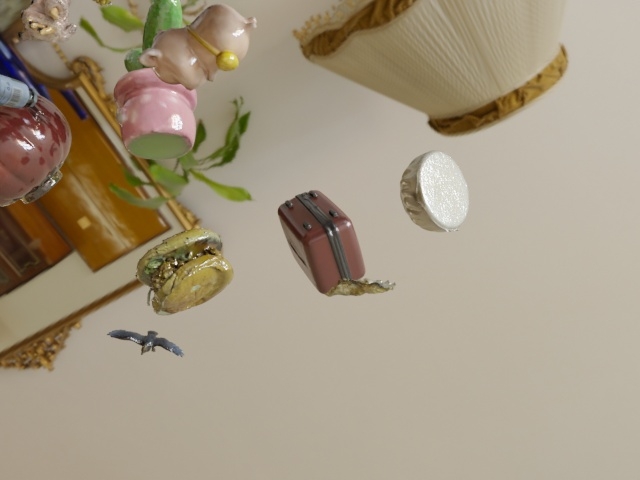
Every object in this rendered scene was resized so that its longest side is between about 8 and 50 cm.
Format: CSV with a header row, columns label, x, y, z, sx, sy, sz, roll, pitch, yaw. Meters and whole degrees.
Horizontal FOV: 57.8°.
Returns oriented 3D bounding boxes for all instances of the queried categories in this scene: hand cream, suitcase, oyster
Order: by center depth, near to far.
label,x,y,z,sx,sy,sz,roll,pitch,yaw
hand cream,-0.656,-0.299,1.105,0.088,0.055,0.256,-51,165,15
oyster,0.098,0.100,1.298,0.146,0.045,0.122,4,166,-25
suitcase,0.000,0.000,1.703,0.161,0.236,0.297,-25,-151,-10

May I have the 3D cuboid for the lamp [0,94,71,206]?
label,x,y,z,sx,sy,sz,roll,pitch,yaw
lamp,-0.740,-0.218,1.363,0.303,0.257,0.303,-23,-147,16

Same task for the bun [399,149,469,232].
label,x,y,z,sx,sy,sz,roll,pitch,yaw
bun,0.333,-0.142,1.847,0.175,0.263,0.263,-14,-154,47

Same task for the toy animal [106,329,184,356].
label,x,y,z,sx,sy,sz,roll,pitch,yaw
toy animal,-0.490,0.291,1.647,0.108,0.220,0.062,131,-25,-84

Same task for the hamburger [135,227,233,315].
label,x,y,z,sx,sy,sz,roll,pitch,yaw
hamburger,-0.262,0.060,1.090,0.186,0.113,0.177,-34,167,12

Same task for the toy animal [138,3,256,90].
label,x,y,z,sx,sy,sz,roll,pitch,yaw
toy animal,-0.250,-0.415,1.250,0.248,0.149,0.165,-18,-158,7

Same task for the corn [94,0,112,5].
label,x,y,z,sx,sy,sz,roll,pitch,yaw
corn,-0.645,-0.830,1.681,0.101,0.101,0.291,-48,165,-37

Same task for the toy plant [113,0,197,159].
label,x,y,z,sx,sy,sz,roll,pitch,yaw
toy plant,-0.414,-0.403,1.497,0.317,0.211,0.355,-31,-125,53

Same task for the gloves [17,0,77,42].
label,x,y,z,sx,sy,sz,roll,pitch,yaw
gloves,-0.568,-0.476,1.221,0.111,0.094,0.144,10,-110,17
